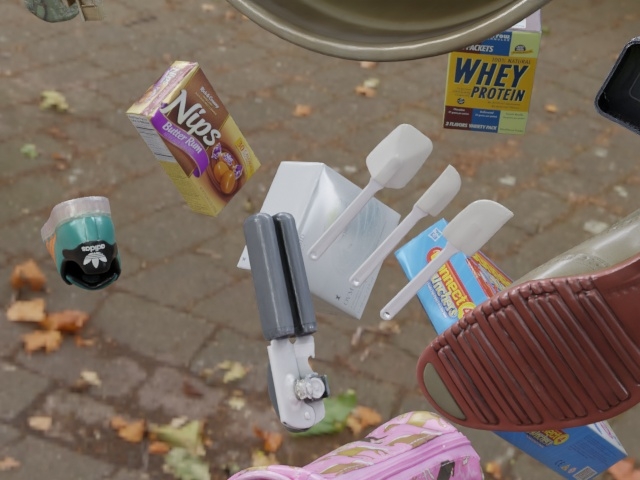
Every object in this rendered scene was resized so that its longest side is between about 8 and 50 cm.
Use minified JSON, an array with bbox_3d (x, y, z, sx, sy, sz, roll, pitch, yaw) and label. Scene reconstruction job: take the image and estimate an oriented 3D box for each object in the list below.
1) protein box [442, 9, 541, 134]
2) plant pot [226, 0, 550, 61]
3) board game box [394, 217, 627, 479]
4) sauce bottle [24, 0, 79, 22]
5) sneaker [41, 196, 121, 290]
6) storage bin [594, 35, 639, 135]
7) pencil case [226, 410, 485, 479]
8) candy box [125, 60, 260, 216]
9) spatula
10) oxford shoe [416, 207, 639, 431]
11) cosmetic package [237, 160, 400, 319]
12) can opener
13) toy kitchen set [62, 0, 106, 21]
[{"bbox_3d":[0.277,-0.313,1.823,0.136,0.199,0.201,5,44,5],"label":"protein box"},{"bbox_3d":[0.088,-0.297,0.750,0.323,0.323,0.280,21,25,20],"label":"plant pot"},{"bbox_3d":[0.263,0.158,1.547,0.308,0.086,0.302,36,22,-49],"label":"board game box"},{"bbox_3d":[-0.457,-0.483,1.889,0.111,0.111,0.344,1,36,-18],"label":"sauce bottle"},{"bbox_3d":[-0.366,0.024,1.723,0.108,0.121,0.302,-9,-9,-14],"label":"sneaker"},{"bbox_3d":[0.508,-0.209,1.657,0.180,0.122,0.084,31,21,10],"label":"storage bin"},{"bbox_3d":[0.038,0.283,1.194,0.167,0.160,0.386,1,1,29],"label":"pencil case"},{"bbox_3d":[-0.168,-0.136,1.517,0.053,0.186,0.109,14,55,43],"label":"candy box"},{"bbox_3d":[0.093,-0.014,1.339,0.168,0.242,0.019,38,40,-5],"label":"spatula"},{"bbox_3d":[0.236,0.047,0.881,0.348,0.123,0.130,-26,12,27],"label":"oxford shoe"},{"bbox_3d":[0.000,0.000,2.120,0.225,0.224,0.138,31,-15,-36],"label":"cosmetic package"},{"bbox_3d":[-0.052,0.104,1.419,0.074,0.280,0.093,-3,-9,-44],"label":"can opener"},{"bbox_3d":[-0.368,-0.349,1.635,0.068,0.083,0.075,4,36,25],"label":"toy kitchen set"}]
